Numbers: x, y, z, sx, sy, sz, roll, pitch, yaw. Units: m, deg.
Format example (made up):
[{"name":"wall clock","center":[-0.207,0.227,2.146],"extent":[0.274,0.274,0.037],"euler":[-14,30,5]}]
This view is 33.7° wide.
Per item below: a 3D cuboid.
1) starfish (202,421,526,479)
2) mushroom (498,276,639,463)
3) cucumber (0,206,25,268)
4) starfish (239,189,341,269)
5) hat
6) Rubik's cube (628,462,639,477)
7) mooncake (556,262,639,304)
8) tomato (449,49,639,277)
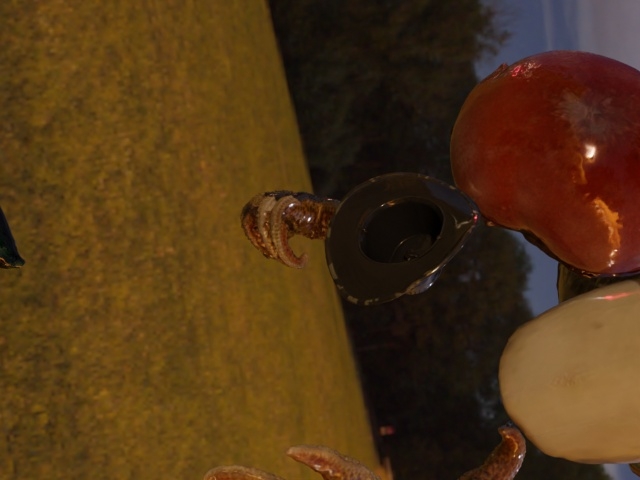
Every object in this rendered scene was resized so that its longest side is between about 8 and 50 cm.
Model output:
[{"name":"starfish","center":[0.044,0.257,1.027],"extent":[0.375,0.327,0.094],"euler":[83,-3,-62]},{"name":"mushroom","center":[0.264,0.054,0.546],"extent":[0.314,0.336,0.314],"euler":[26,53,-39]},{"name":"cucumber","center":[-0.337,-0.096,0.905],"extent":[0.284,0.056,0.056],"euler":[63,7,-6]},{"name":"starfish","center":[-0.001,0.001,0.937],"extent":[0.190,0.146,0.074],"euler":[-173,-80,-75]},{"name":"hat","center":[0.058,0.007,0.725],"extent":[0.121,0.121,0.050],"euler":[-94,163,-48]},{"name":"Rubik's cube","center":[0.529,0.270,1.394],"extent":[0.187,0.184,0.182],"euler":[34,-7,27]},{"name":"mooncake","center":[0.374,0.032,1.126],"extent":[0.250,0.255,0.136],"euler":[-68,140,-72]},{"name":"tomato","center":[0.230,-0.088,0.901],"extent":[0.199,0.228,0.112],"euler":[-59,170,-20]}]
